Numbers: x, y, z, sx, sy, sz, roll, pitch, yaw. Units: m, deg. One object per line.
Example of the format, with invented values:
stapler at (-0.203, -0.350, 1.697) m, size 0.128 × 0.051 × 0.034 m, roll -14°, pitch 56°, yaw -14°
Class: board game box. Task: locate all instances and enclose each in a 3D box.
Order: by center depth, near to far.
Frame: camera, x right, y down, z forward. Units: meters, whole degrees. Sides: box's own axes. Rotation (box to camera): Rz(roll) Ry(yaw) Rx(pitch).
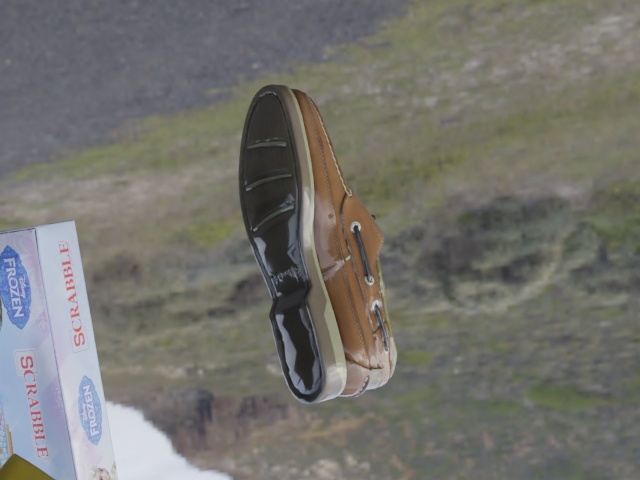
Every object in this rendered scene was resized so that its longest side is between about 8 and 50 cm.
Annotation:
board game box at (-0.373, 0.154, 1.376) m, size 0.318 × 0.318 × 0.066 m, roll -6°, pitch -176°, yaw 29°

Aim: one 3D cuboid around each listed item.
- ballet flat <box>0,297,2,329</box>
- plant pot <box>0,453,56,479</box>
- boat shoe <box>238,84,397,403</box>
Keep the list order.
ballet flat at (-0.313, 0.053, 0.922) m, size 0.188 × 0.070 × 0.070 m, roll -2°, pitch 174°, yaw -33°
plant pot at (-0.198, 0.314, 0.902) m, size 0.187 × 0.212 × 0.212 m, roll 25°, pitch -163°, yaw 0°
boat shoe at (0.000, 0.000, 1.261) m, size 0.105 × 0.307 × 0.111 m, roll -8°, pitch 180°, yaw -34°
